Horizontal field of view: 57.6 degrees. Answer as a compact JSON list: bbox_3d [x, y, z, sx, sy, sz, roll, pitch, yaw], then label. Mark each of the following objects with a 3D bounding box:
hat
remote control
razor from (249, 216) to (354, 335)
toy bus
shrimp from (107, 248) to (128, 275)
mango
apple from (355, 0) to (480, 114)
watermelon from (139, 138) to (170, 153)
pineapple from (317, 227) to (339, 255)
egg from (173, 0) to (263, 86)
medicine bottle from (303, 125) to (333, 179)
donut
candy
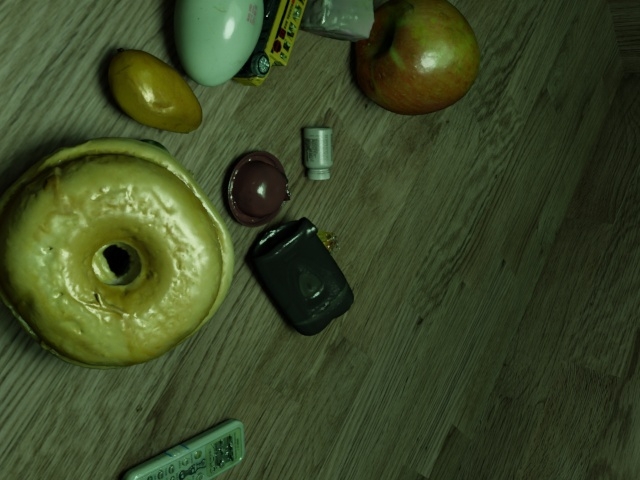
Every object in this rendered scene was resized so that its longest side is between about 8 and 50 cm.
[{"bbox_3d":[-0.145,-0.126,1.461,0.206,0.089,0.205,-15,110,-45],"label":"hat"},{"bbox_3d":[-0.334,0.561,1.453,0.336,0.066,0.127,-15,109,-44],"label":"remote control"},{"bbox_3d":[-0.046,0.101,1.580,0.205,0.113,0.348,-34,126,-7],"label":"razor"},{"bbox_3d":[-0.118,-0.520,1.369,0.123,0.121,0.335,23,82,-56],"label":"toy bus"},{"bbox_3d":[-0.436,-0.017,1.217,0.262,0.051,0.198,-44,120,-25],"label":"shrimp"},{"bbox_3d":[-0.336,-0.295,1.200,0.227,0.110,0.147,36,50,-45],"label":"mango"},{"bbox_3d":[0.272,-0.512,1.634,0.340,0.340,0.339,-15,110,-44],"label":"apple"},{"bbox_3d":[-0.355,-0.160,1.217,0.109,0.109,0.108,-15,110,-44],"label":"watermelon"},{"bbox_3d":[0.000,0.000,1.653,0.116,0.137,0.069,37,62,-1],"label":"pineapple"},{"bbox_3d":[-0.218,-0.457,1.228,0.183,0.183,0.263,7,102,-48],"label":"egg"},{"bbox_3d":[-0.005,-0.239,1.588,0.079,0.079,0.139,-17,112,-44],"label":"medicine bottle"},{"bbox_3d":[-0.381,0.029,1.100,0.450,0.198,0.448,-5,102,-22],"label":"donut"},{"bbox_3d":[0.036,-0.616,1.488,0.195,0.137,0.184,0,100,-41],"label":"candy"}]
